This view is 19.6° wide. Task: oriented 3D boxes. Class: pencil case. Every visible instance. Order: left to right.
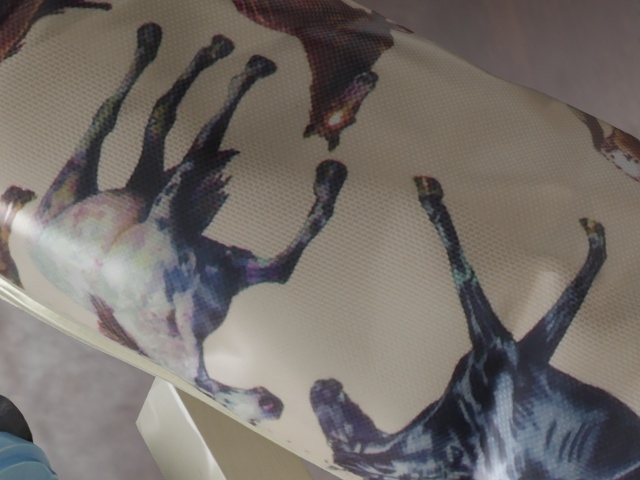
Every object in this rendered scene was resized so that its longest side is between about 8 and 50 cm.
[{"bbox_3d":[-0.036,-0.011,0.687,0.410,0.160,0.183,26,67,2],"label":"pencil case"}]

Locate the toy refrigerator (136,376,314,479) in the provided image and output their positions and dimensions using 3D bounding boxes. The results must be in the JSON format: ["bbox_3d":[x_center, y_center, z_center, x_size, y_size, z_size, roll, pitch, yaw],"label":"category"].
[{"bbox_3d":[-0.081,0.246,1.851,0.269,0.102,0.094,54,130,41],"label":"toy refrigerator"}]

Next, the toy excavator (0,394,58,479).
[{"bbox_3d":[-0.278,0.425,1.869,0.445,0.222,0.433,22,123,30],"label":"toy excavator"}]
